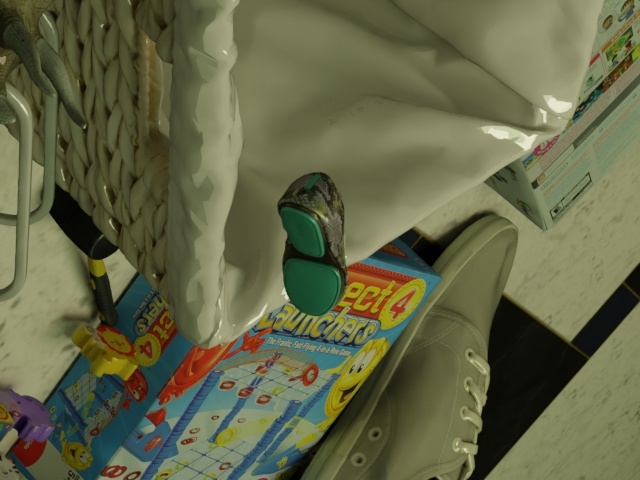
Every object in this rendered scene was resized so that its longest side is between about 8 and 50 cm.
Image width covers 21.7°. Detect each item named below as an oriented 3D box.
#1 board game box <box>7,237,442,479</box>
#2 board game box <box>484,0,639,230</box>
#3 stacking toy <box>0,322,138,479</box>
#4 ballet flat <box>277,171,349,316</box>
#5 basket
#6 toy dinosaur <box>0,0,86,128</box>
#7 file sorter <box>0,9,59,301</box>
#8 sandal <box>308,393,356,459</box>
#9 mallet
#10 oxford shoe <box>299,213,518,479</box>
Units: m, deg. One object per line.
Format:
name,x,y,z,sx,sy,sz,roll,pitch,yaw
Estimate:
board game box,-0.073,0.107,1.466,0.302,0.086,0.308,-53,152,13
board game box,0.229,-0.165,1.530,0.224,0.097,0.303,-46,154,-5
stacking toy,-0.260,0.127,1.266,0.167,0.052,0.221,-51,147,17
ballet flat,0.000,0.000,0.915,0.041,0.041,0.114,-37,153,-19
basket,-0.016,-0.182,0.975,0.331,0.266,0.328,-30,148,-28
toy dinosaur,-0.193,-0.209,0.789,0.121,0.160,0.314,-46,132,-62
file sorter,-0.248,0.005,0.848,0.193,0.173,0.278,102,0,-45
sandal,0.002,0.191,1.709,0.049,0.072,0.180,-17,141,-19
mallet,-0.175,0.011,1.261,0.039,0.062,0.190,-36,165,-18
oxford shoe,0.108,0.168,1.655,0.449,0.130,0.169,-58,157,-29
